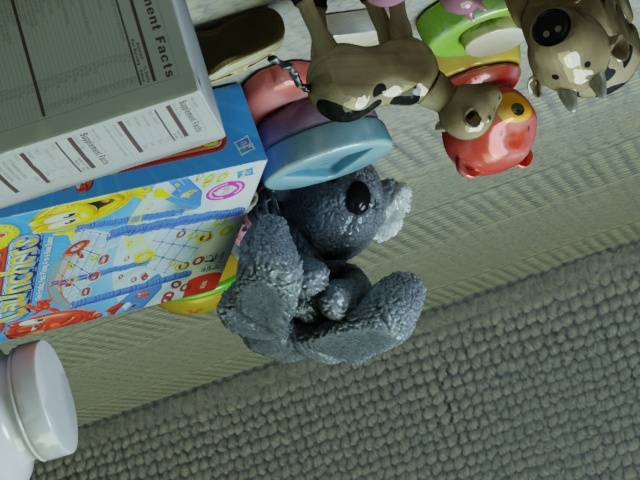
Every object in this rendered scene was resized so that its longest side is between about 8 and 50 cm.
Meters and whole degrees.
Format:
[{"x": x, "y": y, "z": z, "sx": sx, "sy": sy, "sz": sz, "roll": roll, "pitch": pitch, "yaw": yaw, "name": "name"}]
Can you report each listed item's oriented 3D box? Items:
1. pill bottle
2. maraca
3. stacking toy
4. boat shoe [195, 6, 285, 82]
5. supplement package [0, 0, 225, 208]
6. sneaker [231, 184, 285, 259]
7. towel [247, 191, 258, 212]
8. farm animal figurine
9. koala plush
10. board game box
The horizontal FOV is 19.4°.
[{"x": -0.426, "y": 0.206, "z": 1.957, "sx": 0.323, "sy": 0.181, "sz": 0.181, "roll": -16, "pitch": 170, "yaw": 6, "name": "pill bottle"}, {"x": -0.134, "y": 0.033, "z": 2.313, "sx": 0.186, "sy": 0.099, "sz": 0.127, "roll": -16, "pitch": -151, "yaw": -10, "name": "maraca"}, {"x": 0.094, "y": -0.127, "z": 1.771, "sx": 0.309, "sy": 0.130, "sz": 0.279, "roll": -14, "pitch": 169, "yaw": -19, "name": "stacking toy"}, {"x": -0.092, "y": -0.152, "z": 1.568, "sx": 0.135, "sy": 0.050, "sz": 0.045, "roll": -17, "pitch": 164, "yaw": 1, "name": "boat shoe"}, {"x": -0.208, "y": -0.113, "z": 1.341, "sx": 0.244, "sy": 0.139, "sz": 0.134, "roll": -17, "pitch": 168, "yaw": 2, "name": "supplement package"}, {"x": -0.035, "y": -0.026, "z": 2.142, "sx": 0.131, "sy": 0.112, "sz": 0.319, "roll": -18, "pitch": 169, "yaw": -11, "name": "sneaker"}, {"x": -0.231, "y": -0.014, "z": 2.067, "sx": 0.282, "sy": 0.049, "sz": 0.187, "roll": -6, "pitch": 167, "yaw": -39, "name": "towel"}, {"x": 0.174, "y": -0.173, "z": 1.539, "sx": 0.330, "sy": 0.172, "sz": 0.327, "roll": -24, "pitch": 167, "yaw": 34, "name": "farm animal figurine"}, {"x": 0.000, "y": 0.000, "z": 1.925, "sx": 0.196, "sy": 0.221, "sz": 0.203, "roll": 22, "pitch": 152, "yaw": -15, "name": "koala plush"}, {"x": -0.230, "y": -0.015, "z": 1.819, "sx": 0.302, "sy": 0.086, "sz": 0.308, "roll": -14, "pitch": 159, "yaw": -19, "name": "board game box"}]
